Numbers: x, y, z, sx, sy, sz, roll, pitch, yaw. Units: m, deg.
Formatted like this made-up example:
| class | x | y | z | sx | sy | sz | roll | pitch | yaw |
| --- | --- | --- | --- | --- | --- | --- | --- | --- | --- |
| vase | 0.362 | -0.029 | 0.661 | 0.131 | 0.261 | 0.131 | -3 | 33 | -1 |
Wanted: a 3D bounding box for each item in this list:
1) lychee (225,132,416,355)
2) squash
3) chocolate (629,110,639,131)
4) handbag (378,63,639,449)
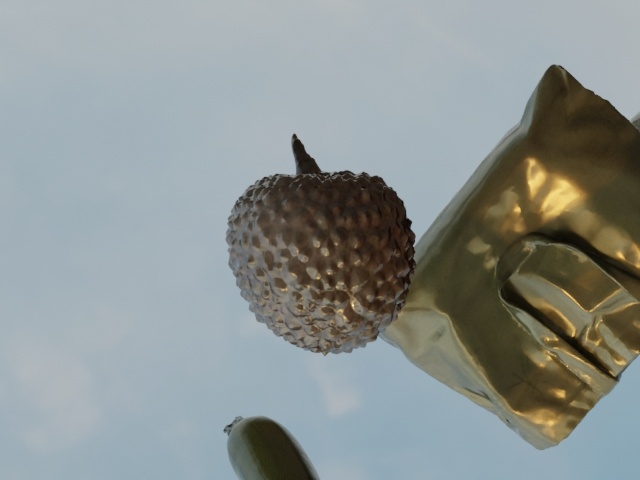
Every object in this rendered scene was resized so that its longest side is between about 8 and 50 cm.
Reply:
| class | x | y | z | sx | sy | sz | roll | pitch | yaw |
| --- | --- | --- | --- | --- | --- | --- | --- | --- | --- |
| lychee | 0.000 | 0.000 | 1.512 | 0.165 | 0.165 | 0.197 | 3 | -100 | -34 |
| squash | -0.030 | 0.224 | 1.555 | 0.069 | 0.069 | 0.258 | 13 | -155 | -25 |
| chocolate | 0.492 | -0.122 | 2.029 | 0.303 | 0.100 | 0.185 | -19 | -124 | -24 |
| handbag | 0.213 | 0.024 | 1.682 | 0.253 | 0.316 | 0.109 | 37 | -165 | -10 |
